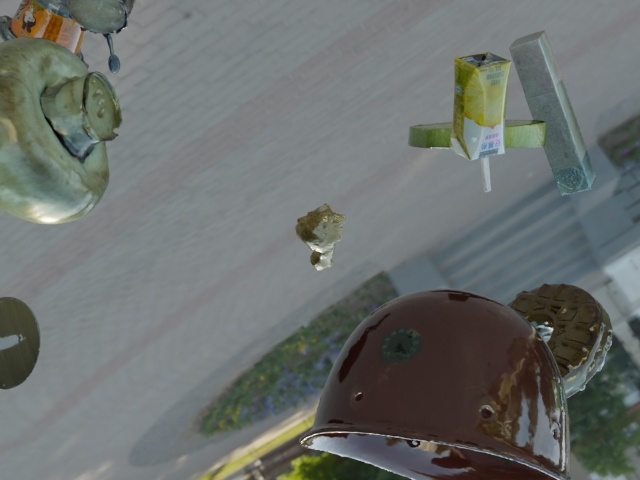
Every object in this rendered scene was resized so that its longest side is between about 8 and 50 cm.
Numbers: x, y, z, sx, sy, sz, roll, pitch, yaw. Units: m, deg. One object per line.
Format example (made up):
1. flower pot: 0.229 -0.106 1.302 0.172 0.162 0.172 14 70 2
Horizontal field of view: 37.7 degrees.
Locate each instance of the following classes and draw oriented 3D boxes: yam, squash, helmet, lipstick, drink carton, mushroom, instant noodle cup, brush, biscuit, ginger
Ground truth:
1. yam: -0.397 -0.508 1.792 0.131 0.279 0.131 3 136 3
2. squash: 0.281 -0.196 1.724 0.252 0.048 0.252 0 -170 0
3. helmet: 0.166 0.184 1.186 0.338 0.230 0.385 2 161 23
4. lipstick: 0.453 -0.245 1.826 0.066 0.317 0.068 -13 -159 32
5. drink carton: 0.237 -0.175 1.401 0.084 0.074 0.199 -15 122 -24
6. mushroom: -0.494 -0.194 1.668 0.260 0.352 0.352 -13 172 16
7. instant noodle cup: -0.553 -0.450 1.931 0.125 0.208 0.177 -56 -159 28
8. brush: -0.387 -0.347 1.747 0.024 0.008 0.083 -25 136 -26
9. biscuit: 0.492 0.230 2.097 0.332 0.103 0.332 -32 -153 19
10. ginger: -0.008 -0.002 1.917 0.096 0.067 0.165 10 130 -5

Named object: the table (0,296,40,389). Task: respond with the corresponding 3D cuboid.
1. table: -0.658 0.188 1.720 0.227 0.167 0.167 -3 180 24
